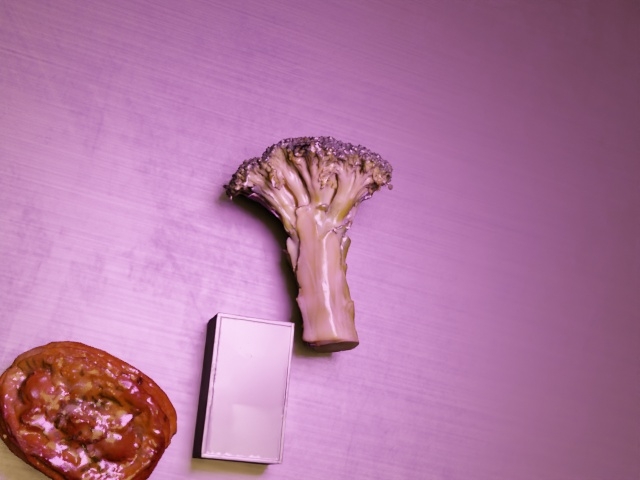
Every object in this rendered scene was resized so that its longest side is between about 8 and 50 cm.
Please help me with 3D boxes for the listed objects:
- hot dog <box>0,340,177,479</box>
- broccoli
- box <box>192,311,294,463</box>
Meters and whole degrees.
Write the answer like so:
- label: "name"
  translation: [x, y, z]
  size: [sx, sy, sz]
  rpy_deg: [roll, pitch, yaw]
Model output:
- label: "hot dog"
  translation: [-0.352, 0.261, 1.320]
  size: [0.272, 0.122, 0.196]
  rpy_deg: [34, 74, -9]
- label: "broccoli"
  translation: [0.020, -0.004, 1.466]
  size: [0.252, 0.221, 0.361]
  rpy_deg: [-25, 87, -20]
- label: "box"
  translation: [-0.123, 0.240, 1.419]
  size: [0.129, 0.086, 0.225]
  rpy_deg: [10, 73, -16]
